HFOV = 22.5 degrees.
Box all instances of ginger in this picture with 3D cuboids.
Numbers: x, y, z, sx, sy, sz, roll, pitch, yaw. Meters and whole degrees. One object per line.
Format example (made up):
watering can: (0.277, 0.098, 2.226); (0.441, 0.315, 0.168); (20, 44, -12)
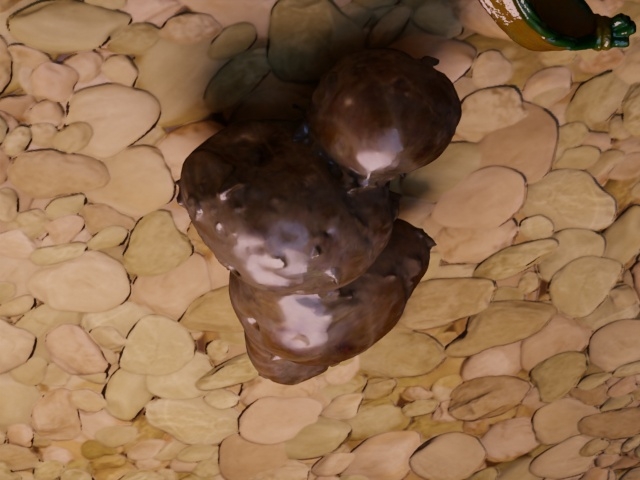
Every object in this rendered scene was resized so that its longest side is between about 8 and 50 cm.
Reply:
ginger: (0.000, 0.000, 1.468); (0.256, 0.176, 0.375); (-19, 140, -18)

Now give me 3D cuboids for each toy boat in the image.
toy boat: (0.177, -0.224, 1.331); (0.088, 0.089, 0.229); (-23, 136, 30)
